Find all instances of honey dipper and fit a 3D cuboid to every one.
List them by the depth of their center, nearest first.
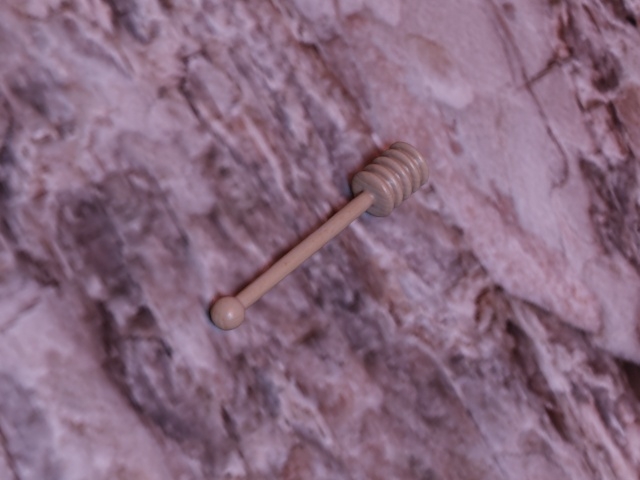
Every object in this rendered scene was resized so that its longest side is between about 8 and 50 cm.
[{"bbox_3d":[0.000,0.000,0.796,0.160,0.030,0.030,-41,98,-31],"label":"honey dipper"}]
